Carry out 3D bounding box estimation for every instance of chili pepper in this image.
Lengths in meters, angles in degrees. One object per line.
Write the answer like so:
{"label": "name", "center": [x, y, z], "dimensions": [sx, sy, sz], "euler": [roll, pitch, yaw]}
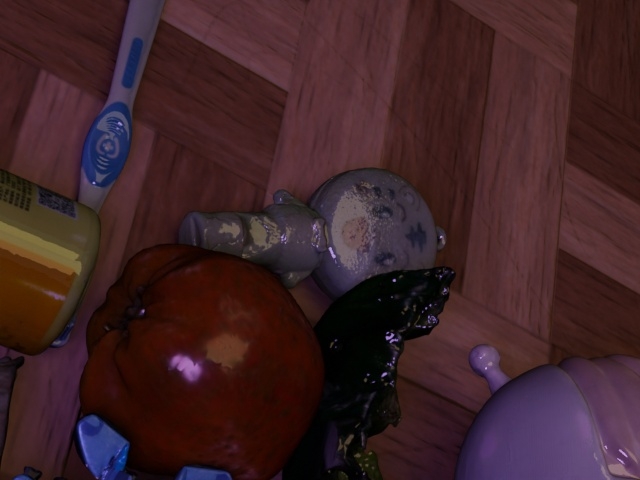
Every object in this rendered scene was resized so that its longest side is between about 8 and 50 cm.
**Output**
{"label": "chili pepper", "center": [0.023, 0.148, 1.133], "dimensions": [0.116, 0.148, 0.264], "euler": [19, 61, -31]}

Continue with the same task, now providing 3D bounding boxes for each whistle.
{"label": "whistle", "center": [0.000, 0.000, 1.244], "dimensions": [0.258, 0.067, 0.126], "euler": [0, 80, -33]}

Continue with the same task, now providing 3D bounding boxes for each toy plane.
{"label": "toy plane", "center": [-0.154, 0.248, 0.960], "dimensions": [0.169, 0.078, 0.246], "euler": [25, 89, -14]}

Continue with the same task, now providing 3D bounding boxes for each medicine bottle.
{"label": "medicine bottle", "center": [-0.277, -0.011, 0.991], "dimensions": [0.239, 0.124, 0.124], "euler": [23, 55, -24]}

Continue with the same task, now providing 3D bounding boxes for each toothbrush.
{"label": "toothbrush", "center": [-0.171, -0.080, 1.175], "dimensions": [0.040, 0.040, 0.386], "euler": [28, 49, -24]}

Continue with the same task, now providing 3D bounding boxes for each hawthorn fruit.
{"label": "hawthorn fruit", "center": [-0.085, 0.095, 1.061], "dimensions": [0.189, 0.189, 0.189], "euler": [18, 58, -31]}

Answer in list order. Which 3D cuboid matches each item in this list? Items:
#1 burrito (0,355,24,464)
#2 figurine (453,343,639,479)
{"label": "burrito", "center": [-0.294, 0.180, 0.881], "dimensions": [0.348, 0.107, 0.175], "euler": [-14, 61, -45]}
{"label": "figurine", "center": [0.204, 0.258, 1.154], "dimensions": [0.211, 0.253, 0.361], "euler": [18, 64, -11]}
